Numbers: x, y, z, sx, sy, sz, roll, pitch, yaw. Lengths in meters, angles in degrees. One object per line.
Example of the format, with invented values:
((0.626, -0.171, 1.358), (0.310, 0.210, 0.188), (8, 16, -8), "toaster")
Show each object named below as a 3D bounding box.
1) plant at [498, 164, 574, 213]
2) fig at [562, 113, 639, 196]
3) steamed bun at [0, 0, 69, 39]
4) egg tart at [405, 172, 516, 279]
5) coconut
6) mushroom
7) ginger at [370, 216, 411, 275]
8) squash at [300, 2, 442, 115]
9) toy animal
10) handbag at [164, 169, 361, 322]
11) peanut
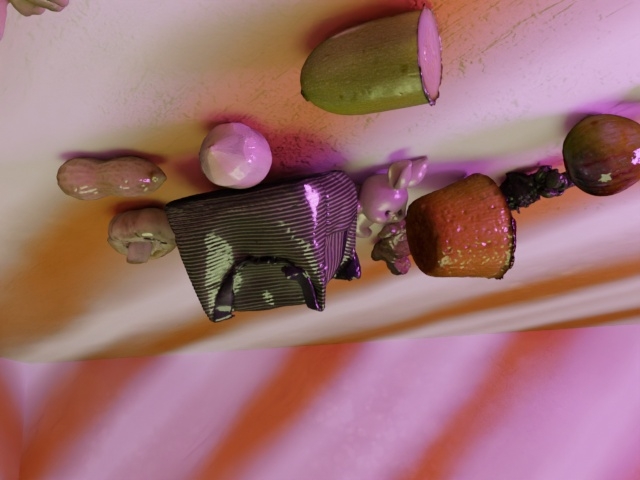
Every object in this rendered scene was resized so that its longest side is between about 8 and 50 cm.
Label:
((0.417, -0.105, 1.314), (0.085, 0.087, 0.174), (-26, -175, -39), "plant")
((0.524, -0.157, 1.102), (0.245, 0.149, 0.149), (-18, 159, 8), "fig")
((-0.277, -0.291, 0.500), (0.247, 0.189, 0.428), (1, 162, -36), "steamed bun")
((0.269, -0.015, 1.301), (0.170, 0.215, 0.215), (-13, 164, -15), "egg tart")
((-0.144, -0.137, 1.091), (0.110, 0.110, 0.124), (-12, 166, 27), "coconut")
((-0.375, -0.007, 1.422), (0.154, 0.123, 0.154), (3, 156, 1), "mushroom")
((0.188, 0.013, 1.652), (0.122, 0.084, 0.290), (-23, 159, -8), "ginger")
((0.060, -0.217, 0.861), (0.186, 0.123, 0.123), (-8, 161, 25), "squash")
((0.122, -0.079, 1.281), (0.124, 0.124, 0.212), (10, 162, -32), "toy animal")
((-0.094, 0.006, 1.245), (0.340, 0.240, 0.247), (-9, -171, 24), "handbag")
((-0.366, -0.110, 1.184), (0.187, 0.082, 0.082), (-4, 162, 0), "peanut")
